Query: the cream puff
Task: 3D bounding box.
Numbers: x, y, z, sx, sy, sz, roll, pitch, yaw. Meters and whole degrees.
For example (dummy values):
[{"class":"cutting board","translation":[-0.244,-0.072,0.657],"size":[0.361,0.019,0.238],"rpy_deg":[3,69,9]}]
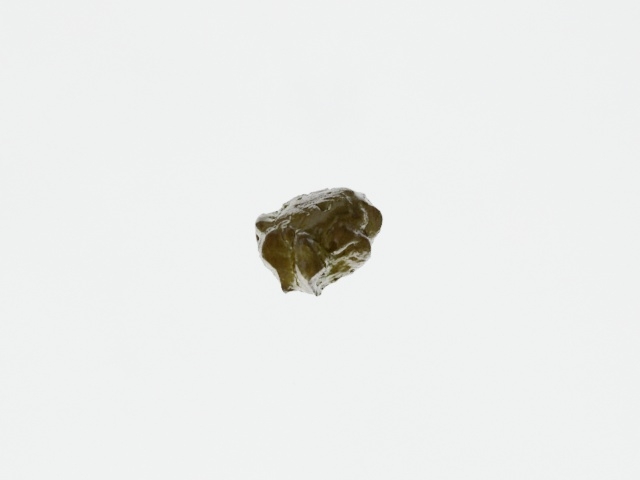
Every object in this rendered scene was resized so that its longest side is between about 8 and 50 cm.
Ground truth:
[{"class":"cream puff","translation":[0.000,0.000,0.542],"size":[0.083,0.058,0.083],"rpy_deg":[0,-142,26]}]
